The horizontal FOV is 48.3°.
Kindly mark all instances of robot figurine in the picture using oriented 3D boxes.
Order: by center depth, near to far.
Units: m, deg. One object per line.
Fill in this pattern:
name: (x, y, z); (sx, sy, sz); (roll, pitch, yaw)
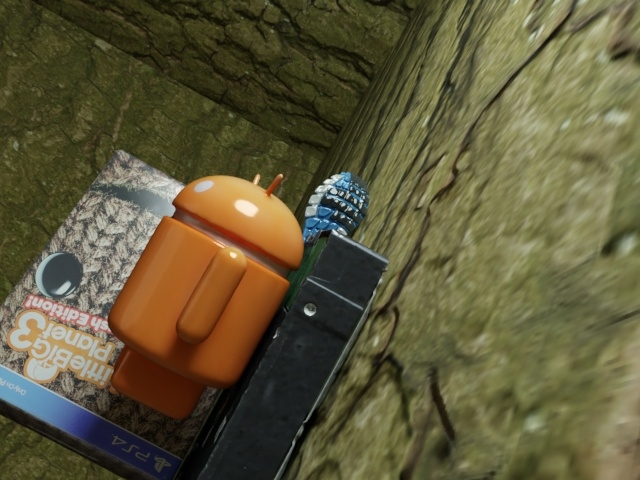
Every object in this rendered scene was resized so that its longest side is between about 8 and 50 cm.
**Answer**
robot figurine: (-0.097, 0.038, 0.616); (0.219, 0.128, 0.158); (-61, -26, -4)

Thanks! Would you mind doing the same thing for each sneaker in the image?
sneaker: (0.000, 0.000, 0.920); (0.190, 0.071, 0.083); (-62, 0, -12)

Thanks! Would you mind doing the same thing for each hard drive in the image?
hard drive: (-0.056, 0.151, 0.670); (0.338, 0.064, 0.237); (-62, 5, -4)

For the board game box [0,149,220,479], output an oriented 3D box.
board game box: (-0.201, 0.090, 0.786); (0.291, 0.232, 0.141); (-64, 3, -28)
